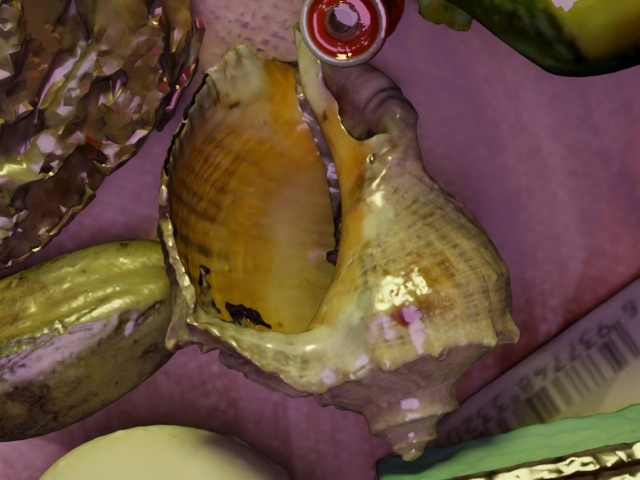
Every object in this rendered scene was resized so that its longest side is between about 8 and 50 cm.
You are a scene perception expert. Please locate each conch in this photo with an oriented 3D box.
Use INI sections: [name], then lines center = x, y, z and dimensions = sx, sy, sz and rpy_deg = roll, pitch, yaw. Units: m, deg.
[conch]
center = 0.000, 0.000, 1.016
dimensions = 0.163, 0.178, 0.245
rpy_deg = -26, 71, 43

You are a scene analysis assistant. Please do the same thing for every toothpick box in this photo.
[toothpick box]
center = 0.018, -0.121, 1.023
dimensions = 0.047, 0.083, 0.047
rpy_deg = 3, 106, 9

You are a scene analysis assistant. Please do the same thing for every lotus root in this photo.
[lotus root]
center = -0.145, 0.057, 1.060
dimensions = 0.179, 0.089, 0.080
rpy_deg = -21, 143, 0

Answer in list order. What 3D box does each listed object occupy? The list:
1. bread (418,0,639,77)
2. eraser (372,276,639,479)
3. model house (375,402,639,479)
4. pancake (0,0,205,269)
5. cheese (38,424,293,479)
[bread]
center = 0.181, -0.244, 0.936
dimensions = 0.376, 0.208, 0.251
rpy_deg = -31, 105, 5
[eraser]
center = 0.249, 0.103, 1.078
dimensions = 0.397, 0.082, 0.213
rpy_deg = -37, 101, 7
[model house]
center = 0.175, 0.213, 0.932
dimensions = 0.280, 0.249, 0.230
rpy_deg = -13, 103, 2
[pancake]
center = -0.235, -0.124, 0.964
dimensions = 0.382, 0.071, 0.382
rpy_deg = -11, 119, -21
[cheese]
center = -0.080, 0.194, 1.053
dimensions = 0.198, 0.154, 0.189
rpy_deg = 4, 118, 0
